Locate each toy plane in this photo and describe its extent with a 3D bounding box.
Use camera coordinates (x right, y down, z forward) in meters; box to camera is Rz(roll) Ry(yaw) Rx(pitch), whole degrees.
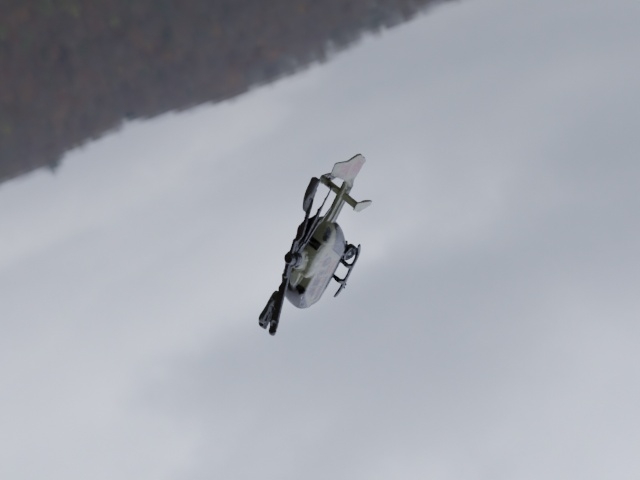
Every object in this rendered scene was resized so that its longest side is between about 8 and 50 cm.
[{"bbox_3d":[0.000,0.000,0.939,0.031,0.120,0.049,38,-152,26],"label":"toy plane"}]
